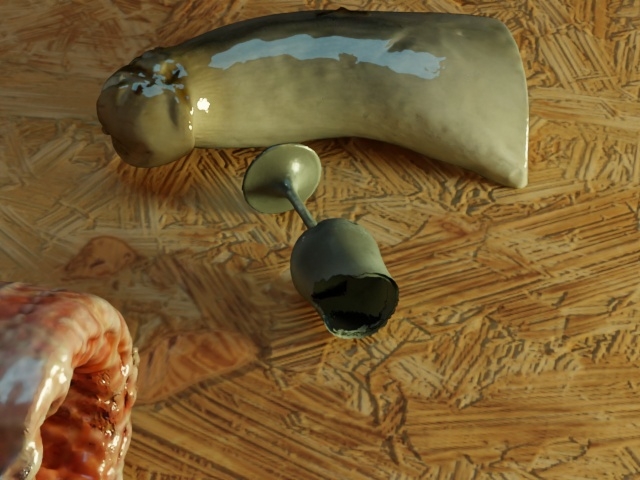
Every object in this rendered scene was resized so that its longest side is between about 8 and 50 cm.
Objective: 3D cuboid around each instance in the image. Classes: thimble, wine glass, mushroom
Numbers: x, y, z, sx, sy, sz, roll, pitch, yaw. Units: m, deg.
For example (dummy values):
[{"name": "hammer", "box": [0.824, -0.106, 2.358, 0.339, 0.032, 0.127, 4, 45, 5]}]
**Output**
[{"name": "thimble", "box": [-0.241, 0.142, 1.337, 0.162, 0.239, 0.239, 10, 41, 13]}, {"name": "wine glass", "box": [0.000, 0.000, 1.609, 0.079, 0.079, 0.195, -15, 40, -16]}, {"name": "mushroom", "box": [-0.006, -0.138, 1.743, 0.397, 0.126, 0.177, 1, 48, -2]}]
